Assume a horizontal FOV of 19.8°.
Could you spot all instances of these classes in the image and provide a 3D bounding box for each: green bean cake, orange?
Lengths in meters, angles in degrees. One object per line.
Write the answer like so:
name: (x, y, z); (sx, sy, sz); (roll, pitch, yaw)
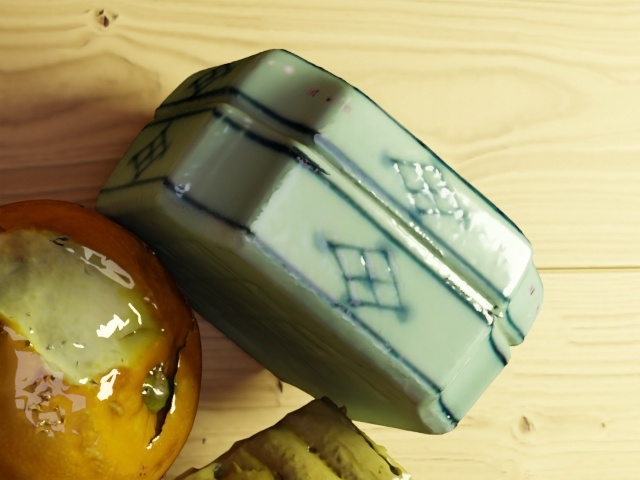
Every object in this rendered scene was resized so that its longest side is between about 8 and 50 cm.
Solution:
green bean cake: (-0.048, 0.241, 1.338); (0.224, 0.229, 0.131); (-29, 60, -29)
orange: (-0.199, 0.091, 1.281); (0.240, 0.240, 0.240); (-1, 93, -19)

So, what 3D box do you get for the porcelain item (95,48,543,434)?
porcelain item: (0.000, 0.000, 1.320); (0.281, 0.286, 0.157); (41, 76, -15)
